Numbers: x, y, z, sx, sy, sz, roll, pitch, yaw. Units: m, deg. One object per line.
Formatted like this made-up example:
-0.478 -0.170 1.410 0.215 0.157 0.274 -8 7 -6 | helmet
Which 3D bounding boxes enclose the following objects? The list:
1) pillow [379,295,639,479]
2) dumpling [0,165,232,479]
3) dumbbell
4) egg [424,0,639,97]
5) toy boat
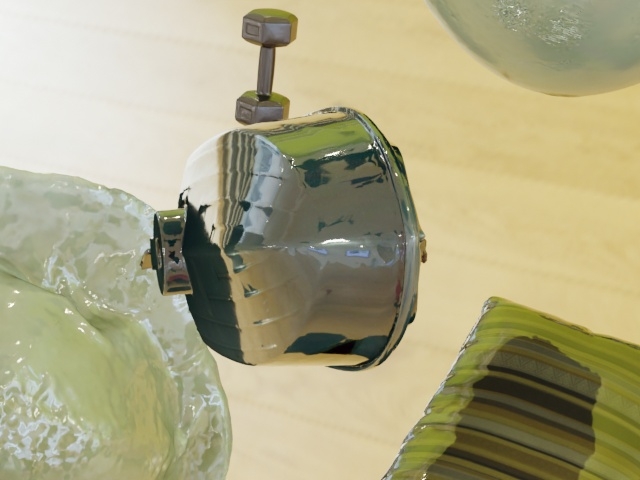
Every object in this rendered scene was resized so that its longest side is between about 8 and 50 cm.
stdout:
0.092 0.095 0.819 0.113 0.038 0.203 20 36 15 | pillow
-0.217 0.114 1.351 0.270 0.320 0.212 -20 44 19 | dumpling
-0.038 -0.118 1.316 0.036 0.083 0.040 9 19 10 | dumbbell
0.129 -0.205 0.860 0.203 0.203 0.283 11 94 34 | egg
0.000 0.000 0.676 0.103 0.093 0.246 -5 0 -12 | toy boat
